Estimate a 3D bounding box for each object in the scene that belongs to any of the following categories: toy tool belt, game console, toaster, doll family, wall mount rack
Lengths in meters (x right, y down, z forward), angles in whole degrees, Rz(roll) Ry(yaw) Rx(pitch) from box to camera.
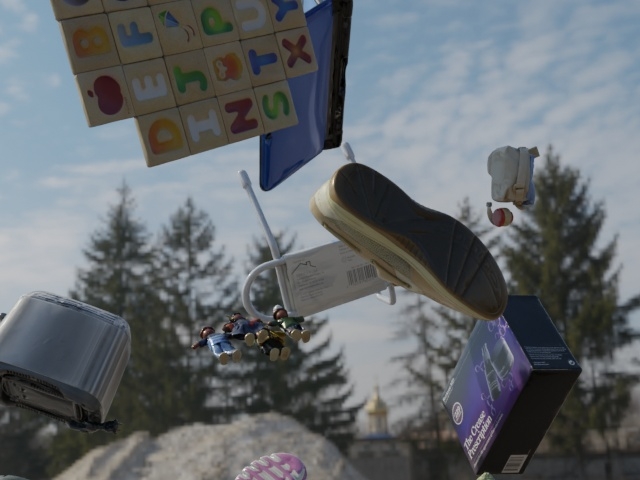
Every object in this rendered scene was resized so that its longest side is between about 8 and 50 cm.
[{"bbox_3d":[0.202,-0.055,1.034,0.051,0.083,0.052,0,1,-23],"label":"toy tool belt"},{"bbox_3d":[-0.050,-0.271,1.602,0.173,0.250,0.293,-12,-43,-16],"label":"game console"},{"bbox_3d":[-0.363,0.170,1.434,0.227,0.146,0.129,17,-34,4],"label":"toaster"},{"bbox_3d":[-0.115,0.154,1.665,0.193,0.076,0.111,4,20,-30],"label":"doll family"},{"bbox_3d":[0.000,0.000,1.826,0.350,0.304,0.130,-17,16,-16],"label":"wall mount rack"}]

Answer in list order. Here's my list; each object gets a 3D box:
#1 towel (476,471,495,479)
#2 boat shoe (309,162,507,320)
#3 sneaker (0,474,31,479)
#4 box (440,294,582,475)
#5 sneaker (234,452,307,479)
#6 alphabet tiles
[{"bbox_3d":[0.231,0.402,1.410,0.027,0.110,0.148,-10,-45,-34],"label":"towel"},{"bbox_3d":[0.121,0.013,1.380,0.302,0.109,0.098,34,-35,-12],"label":"boat shoe"},{"bbox_3d":[-0.276,0.324,0.935,0.087,0.130,0.228,9,-53,9],"label":"sneaker"},{"bbox_3d":[0.319,0.248,1.743,0.103,0.184,0.261,4,-53,-19],"label":"box"},{"bbox_3d":[-0.111,0.453,1.668,0.095,0.236,0.104,35,-16,47],"label":"sneaker"},{"bbox_3d":[-0.144,-0.247,1.161,0.342,0.285,0.011,-22,12,-41],"label":"alphabet tiles"}]
